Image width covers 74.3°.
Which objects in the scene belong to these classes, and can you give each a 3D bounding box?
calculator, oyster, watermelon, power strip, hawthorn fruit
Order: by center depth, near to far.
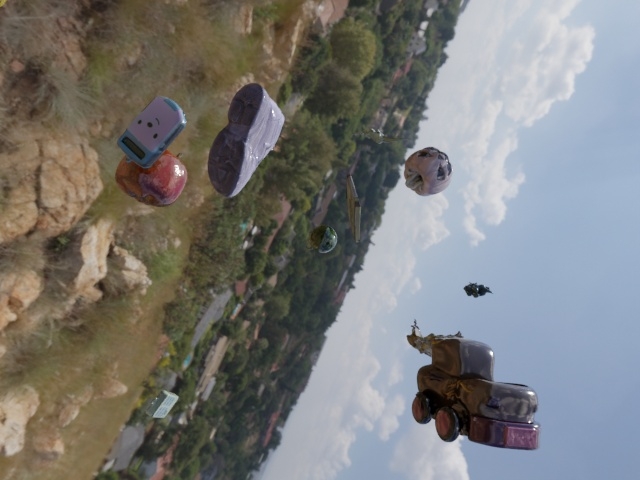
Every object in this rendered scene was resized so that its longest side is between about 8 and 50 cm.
[{"bbox_3d":[-0.253,0.263,0.679,0.040,0.016,0.090,-54,172,-23],"label":"power strip"},{"bbox_3d":[0.007,-0.001,1.466,0.109,0.108,0.109,23,90,-84],"label":"watermelon"},{"bbox_3d":[-0.640,-0.409,1.600,0.293,0.173,0.051,-48,173,1],"label":"calculator"},{"bbox_3d":[0.433,0.400,1.722,0.337,0.197,0.133,151,-44,-78],"label":"oyster"},{"bbox_3d":[-0.718,-0.286,1.843,0.300,0.275,0.275,-48,169,-16],"label":"hawthorn fruit"}]

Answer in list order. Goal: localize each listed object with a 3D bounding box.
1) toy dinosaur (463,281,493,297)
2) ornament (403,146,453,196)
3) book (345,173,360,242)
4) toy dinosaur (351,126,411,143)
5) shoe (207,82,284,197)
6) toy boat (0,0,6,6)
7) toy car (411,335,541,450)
[{"bbox_3d":[0.417,0.131,1.122,0.083,0.047,0.031,-170,-112,-69],"label":"toy dinosaur"},{"bbox_3d":[0.385,-0.246,1.539,0.177,0.177,0.178,23,90,-84],"label":"ornament"},{"bbox_3d":[0.118,-0.122,1.571,0.231,0.026,0.158,-98,-176,-52],"label":"book"},{"bbox_3d":[0.150,-0.279,1.130,0.058,0.180,0.037,-8,119,-52],"label":"toy dinosaur"},{"bbox_3d":[-0.156,-0.208,0.934,0.137,0.095,0.245,8,106,-64],"label":"shoe"},{"bbox_3d":[-0.748,-0.581,0.974,0.067,0.220,0.291,39,70,-44],"label":"toy boat"},{"bbox_3d":[0.397,0.380,1.085,0.340,0.271,0.241,166,-64,-70],"label":"toy car"}]
